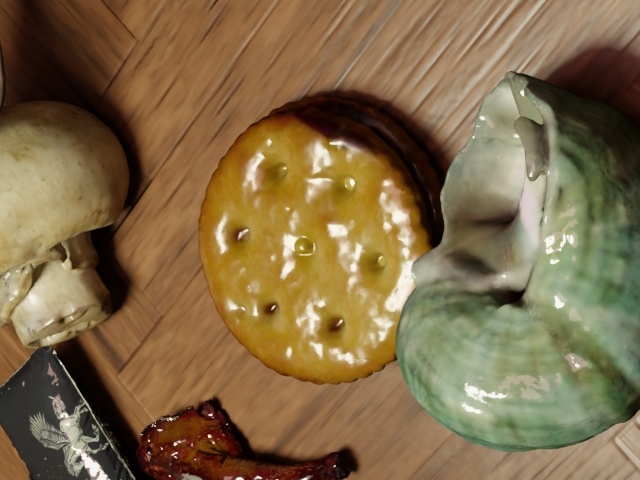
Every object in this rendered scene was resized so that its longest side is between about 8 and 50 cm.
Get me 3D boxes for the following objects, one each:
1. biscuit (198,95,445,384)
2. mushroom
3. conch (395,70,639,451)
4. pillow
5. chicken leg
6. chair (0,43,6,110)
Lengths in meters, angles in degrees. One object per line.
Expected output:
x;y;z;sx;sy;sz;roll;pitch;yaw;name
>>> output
0.000;0.000;1.149;0.220;0.066;0.220;7;104;32;biscuit
-0.285;0.005;1.270;0.253;0.189;0.195;-40;76;39;mushroom
0.142;0.040;1.009;0.220;0.195;0.277;49;149;39;conch
-0.221;0.201;1.350;0.141;0.055;0.208;-39;78;40;pillow
-0.070;0.190;1.254;0.205;0.053;0.093;17;95;26;chicken leg
-0.295;-0.243;1.224;0.175;0.183;0.326;1;107;38;chair
